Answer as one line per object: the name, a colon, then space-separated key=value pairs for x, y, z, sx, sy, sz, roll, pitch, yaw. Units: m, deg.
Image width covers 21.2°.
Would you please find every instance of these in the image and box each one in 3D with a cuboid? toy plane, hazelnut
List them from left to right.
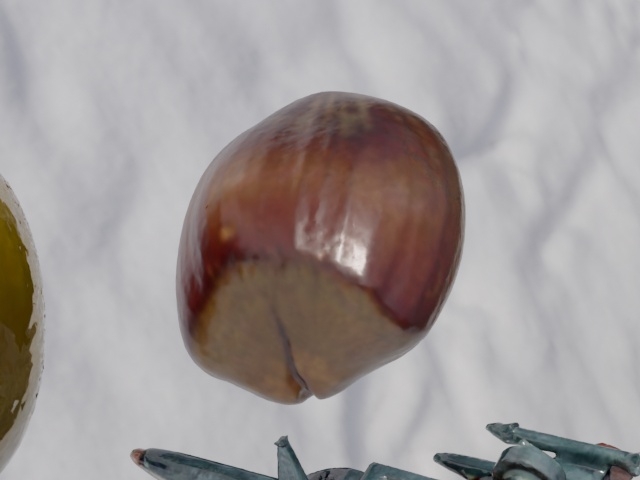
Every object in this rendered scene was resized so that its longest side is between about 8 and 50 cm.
hazelnut: x=0.002 y=0.002 z=1.168 sx=0.181 sy=0.212 sz=0.181 roll=-49 pitch=125 yaw=-54
toy plane: x=0.042 y=0.154 z=0.881 sx=0.223 sy=0.326 sz=0.104 roll=-55 pitch=159 yaw=-39

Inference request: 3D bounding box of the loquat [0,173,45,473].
loquat: x=-0.353 y=0.053 z=1.107 sx=0.328 sy=0.359 sz=0.328 roll=-26 pitch=129 yaw=-37
